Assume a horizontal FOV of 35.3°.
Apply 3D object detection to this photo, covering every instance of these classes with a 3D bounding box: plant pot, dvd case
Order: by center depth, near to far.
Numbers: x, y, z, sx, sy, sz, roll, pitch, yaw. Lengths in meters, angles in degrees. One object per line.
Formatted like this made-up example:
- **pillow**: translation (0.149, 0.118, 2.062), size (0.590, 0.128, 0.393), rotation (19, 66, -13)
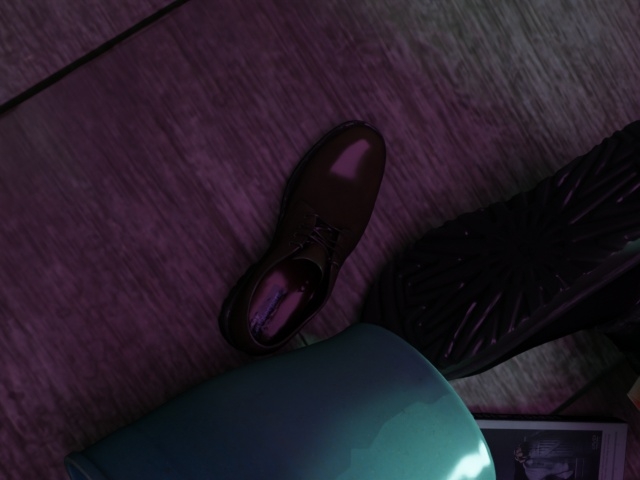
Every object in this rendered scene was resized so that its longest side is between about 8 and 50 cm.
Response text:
- **plant pot**: translation (-0.014, 0.203, 0.779), size (0.255, 0.272, 0.271), rotation (-35, 102, -22)
- **dvd case**: translation (0.176, 0.255, 0.952), size (0.239, 0.029, 0.179), rotation (4, 91, -18)

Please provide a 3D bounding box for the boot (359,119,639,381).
- **boot**: translation (0.236, 0.063, 0.909), size (0.348, 0.131, 0.260), rotation (-29, 139, 17)

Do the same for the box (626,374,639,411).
- **box**: translation (0.439, 0.121, 0.858), size (0.300, 0.142, 0.154), rotation (1, 127, -29)

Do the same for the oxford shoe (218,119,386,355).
- **oxford shoe**: translation (0.000, 0.000, 0.850), size (0.083, 0.096, 0.227), rotation (28, 83, -15)
